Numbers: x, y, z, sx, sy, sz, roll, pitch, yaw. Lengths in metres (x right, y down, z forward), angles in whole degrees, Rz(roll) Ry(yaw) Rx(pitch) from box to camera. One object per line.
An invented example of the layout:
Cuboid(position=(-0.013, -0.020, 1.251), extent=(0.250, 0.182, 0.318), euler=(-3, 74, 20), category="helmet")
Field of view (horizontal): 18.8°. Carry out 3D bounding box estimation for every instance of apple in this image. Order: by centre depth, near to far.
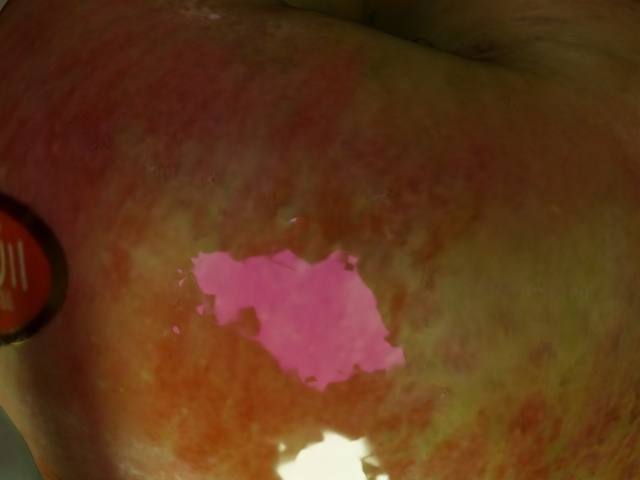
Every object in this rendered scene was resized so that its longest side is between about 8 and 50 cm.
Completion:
Cuboid(position=(0.000, 0.000, 0.504), extent=(0.209, 0.209, 0.164), euler=(16, 122, 2), category="apple")

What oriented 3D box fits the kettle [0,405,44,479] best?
Cuboid(position=(-0.180, 0.112, 0.514), extent=(0.205, 0.265, 0.318), euler=(-21, 130, -17), category="kettle")
